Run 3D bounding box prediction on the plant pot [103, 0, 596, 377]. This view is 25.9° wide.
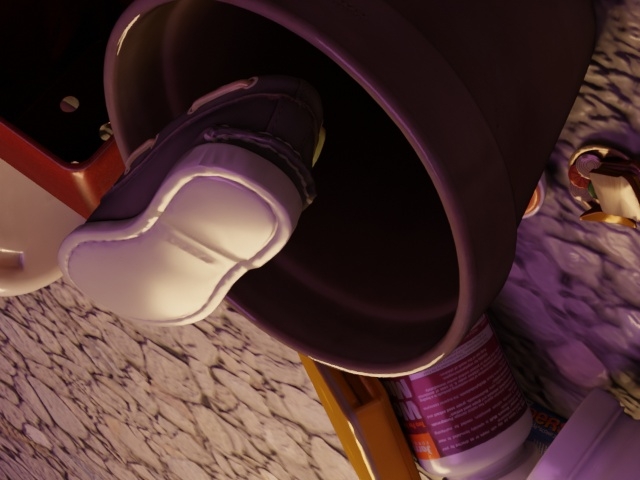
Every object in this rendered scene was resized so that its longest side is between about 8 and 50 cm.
[{"bbox_3d":[0.051,-0.112,1.019,0.323,0.280,0.323,29,145,23],"label":"plant pot"}]

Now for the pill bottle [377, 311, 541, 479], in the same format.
[{"bbox_3d":[0.128,0.148,1.329,0.121,0.121,0.221,-15,102,54],"label":"pill bottle"}]

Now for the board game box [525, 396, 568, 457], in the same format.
[{"bbox_3d":[0.220,0.247,1.450,0.136,0.035,0.201,30,144,23],"label":"board game box"}]

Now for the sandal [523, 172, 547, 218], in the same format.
[{"bbox_3d":[0.071,-0.085,1.214,0.265,0.076,0.102,34,146,18],"label":"sandal"}]

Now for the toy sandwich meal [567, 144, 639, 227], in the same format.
[{"bbox_3d":[0.232,-0.041,1.125,0.085,0.029,0.085,29,144,24],"label":"toy sandwich meal"}]

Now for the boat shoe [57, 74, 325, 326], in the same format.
[{"bbox_3d":[-0.088,-0.020,0.935,0.109,0.091,0.305,33,151,-16],"label":"boat shoe"}]

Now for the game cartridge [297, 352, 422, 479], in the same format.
[{"bbox_3d":[0.053,0.211,1.461,0.323,0.053,0.285,65,175,-33],"label":"game cartridge"}]

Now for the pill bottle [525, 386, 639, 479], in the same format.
[{"bbox_3d":[0.338,0.273,1.211,0.323,0.181,0.181,36,146,15],"label":"pill bottle"}]

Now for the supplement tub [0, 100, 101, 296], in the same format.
[{"bbox_3d":[-0.408,-0.089,1.574,0.316,0.228,0.228,26,143,43],"label":"supplement tub"}]

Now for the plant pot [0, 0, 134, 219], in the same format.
[{"bbox_3d":[-0.218,-0.163,1.308,0.267,0.267,0.236,34,158,17],"label":"plant pot"}]
